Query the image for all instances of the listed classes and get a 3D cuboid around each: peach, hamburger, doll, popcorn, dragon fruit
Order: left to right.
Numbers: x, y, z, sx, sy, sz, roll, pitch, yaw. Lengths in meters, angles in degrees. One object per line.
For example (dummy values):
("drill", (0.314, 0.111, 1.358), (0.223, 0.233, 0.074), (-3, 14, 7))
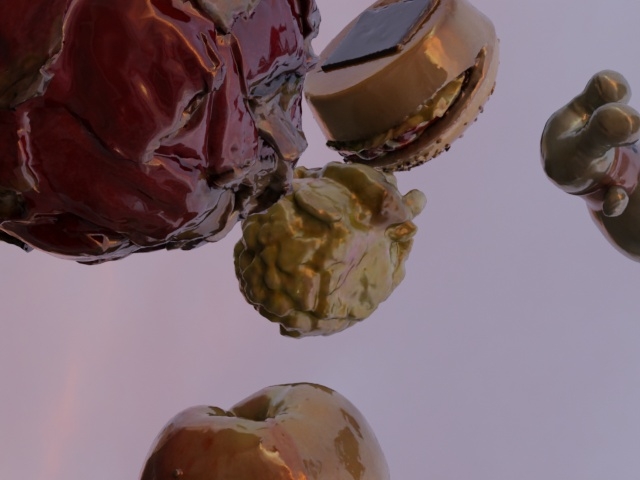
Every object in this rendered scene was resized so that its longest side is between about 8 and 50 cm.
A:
("dragon fruit", (-0.164, -0.134, 0.876), (0.329, 0.329, 0.329), (25, -55, 42))
("peach", (-0.041, 0.236, 1.005), (0.232, 0.232, 0.232), (25, -55, 42))
("popcorn", (0.000, 0.000, 1.528), (0.212, 0.259, 0.259), (26, -54, 37))
("hamburger", (0.116, -0.219, 1.689), (0.300, 0.300, 0.176), (-8, -48, 51))
("doll", (0.308, -0.058, 1.249), (0.113, 0.275, 0.155), (-28, -135, 17))
